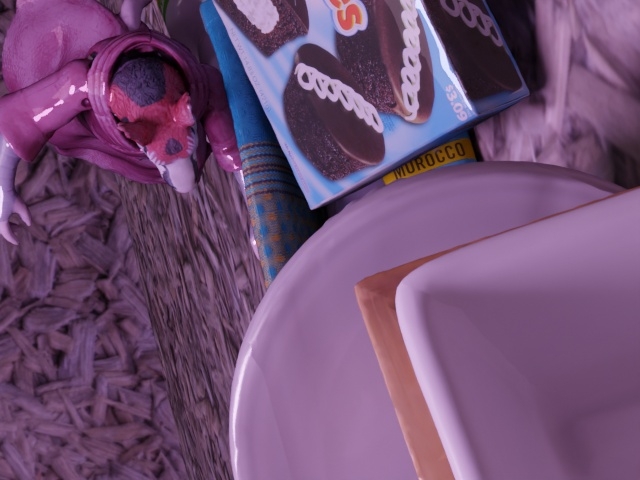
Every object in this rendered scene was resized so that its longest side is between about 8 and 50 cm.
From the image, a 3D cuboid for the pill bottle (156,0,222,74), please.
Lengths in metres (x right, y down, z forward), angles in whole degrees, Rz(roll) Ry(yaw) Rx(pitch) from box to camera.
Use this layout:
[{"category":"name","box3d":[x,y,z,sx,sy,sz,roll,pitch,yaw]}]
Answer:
[{"category":"pill bottle","box3d":[-0.094,-0.253,1.327,0.136,0.136,0.245,99,155,-51]}]

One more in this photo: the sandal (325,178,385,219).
[{"category":"sandal","box3d":[0.048,-0.063,1.046,0.076,0.102,0.265,-178,79,-81]}]

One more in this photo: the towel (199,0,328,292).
[{"category":"towel","box3d":[0.000,0.000,1.082,0.271,0.040,0.370,22,-125,-68]}]

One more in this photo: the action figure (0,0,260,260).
[{"category":"action figure","box3d":[-0.140,-0.124,1.127,0.370,0.248,0.275,-165,82,-73]}]

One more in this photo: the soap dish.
[{"category":"soap dish","box3d":[0.166,0.115,0.539,0.118,0.229,0.290,73,178,-63]}]

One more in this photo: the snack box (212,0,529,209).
[{"category":"snack box","box3d":[-0.006,-0.200,0.915,0.187,0.060,0.322,-28,86,51]}]

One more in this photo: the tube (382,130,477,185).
[{"category":"tube","box3d":[0.093,-0.012,0.973,0.052,0.080,0.207,84,167,-74]}]

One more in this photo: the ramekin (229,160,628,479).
[{"category":"ramekin","box3d":[0.085,0.083,0.729,0.127,0.273,0.272,-114,16,-77]}]
